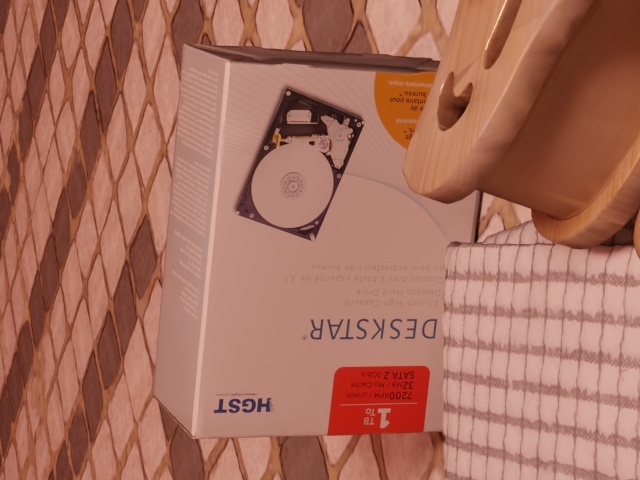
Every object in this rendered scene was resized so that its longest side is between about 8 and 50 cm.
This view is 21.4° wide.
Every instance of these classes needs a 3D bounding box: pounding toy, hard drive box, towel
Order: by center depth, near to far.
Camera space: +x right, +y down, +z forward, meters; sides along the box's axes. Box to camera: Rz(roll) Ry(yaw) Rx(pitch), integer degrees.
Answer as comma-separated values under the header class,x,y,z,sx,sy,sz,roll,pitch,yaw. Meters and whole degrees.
class,x,y,z,sx,sy,sz,roll,pitch,yaw
pounding toy,0.135,-0.077,0.712,0.154,0.154,0.270,127,157,-50
towel,0.156,0.103,0.770,0.283,0.121,0.235,173,99,-69
hard drive box,0.000,0.000,1.069,0.089,0.181,0.232,-149,61,-63
